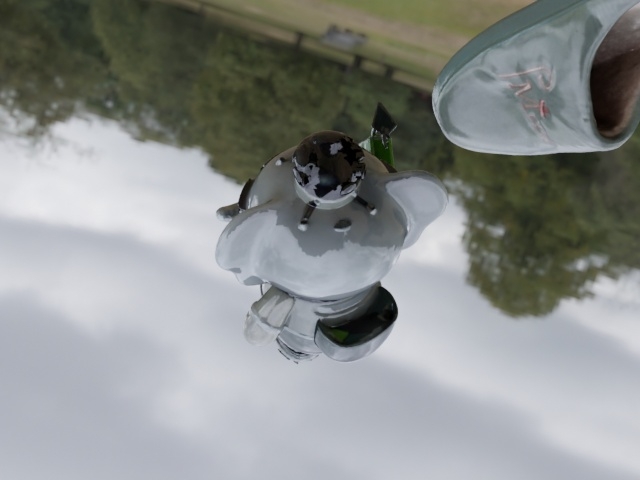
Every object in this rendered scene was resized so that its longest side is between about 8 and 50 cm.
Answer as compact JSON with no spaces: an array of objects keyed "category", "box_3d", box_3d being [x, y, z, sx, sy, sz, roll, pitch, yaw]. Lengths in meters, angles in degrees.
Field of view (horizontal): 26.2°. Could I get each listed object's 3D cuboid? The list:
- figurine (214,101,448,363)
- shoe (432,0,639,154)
[{"category":"figurine","box_3d":[0.000,0.000,0.838,0.147,0.192,0.126,-19,-120,-18]},{"category":"shoe","box_3d":[0.138,-0.085,0.740,0.079,0.078,0.195,19,142,-35]}]
